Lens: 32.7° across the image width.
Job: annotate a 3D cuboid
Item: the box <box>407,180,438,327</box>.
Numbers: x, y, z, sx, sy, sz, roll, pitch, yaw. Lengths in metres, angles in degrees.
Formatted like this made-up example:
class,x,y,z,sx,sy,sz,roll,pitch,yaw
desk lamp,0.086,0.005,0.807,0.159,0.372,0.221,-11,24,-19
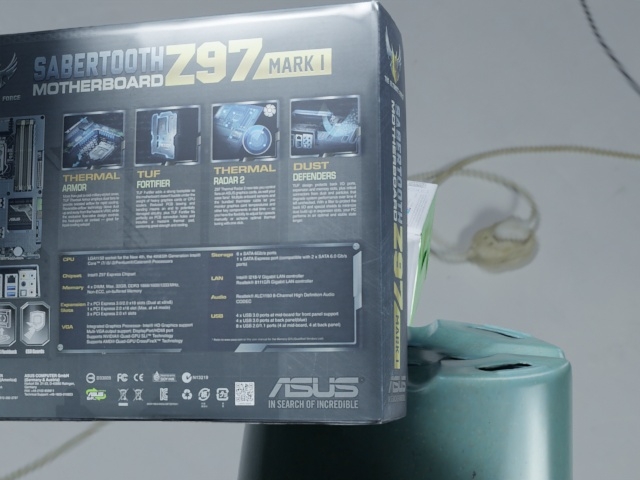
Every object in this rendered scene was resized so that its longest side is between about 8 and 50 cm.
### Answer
class,x,y,z,sx,sy,sz,roll,pitch,yaw
box,0.000,0.000,1.178,0.231,0.262,0.127,7,104,7

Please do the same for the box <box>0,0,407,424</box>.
class,x,y,z,sx,sy,sz,roll,pitch,yaw
box,-0.077,-0.008,0.508,0.232,0.059,0.183,-3,84,14

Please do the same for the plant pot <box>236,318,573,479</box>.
class,x,y,z,sx,sy,sz,roll,pitch,yaw
plant pot,0.064,0.244,0.889,0.341,0.341,0.334,2,97,-8
